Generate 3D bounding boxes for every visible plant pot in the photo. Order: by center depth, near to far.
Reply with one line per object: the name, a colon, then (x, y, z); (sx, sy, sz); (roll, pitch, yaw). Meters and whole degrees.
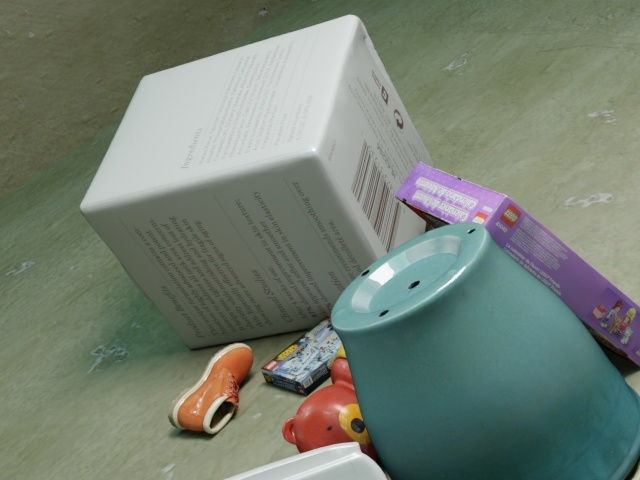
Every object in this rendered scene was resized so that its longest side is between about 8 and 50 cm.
plant pot: (0.150, 0.132, 1.141); (0.272, 0.255, 0.271); (-30, 17, 10)

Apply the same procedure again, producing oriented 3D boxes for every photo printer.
photo printer: (-0.061, 0.284, 1.109); (0.256, 0.107, 0.307); (-19, -12, -4)

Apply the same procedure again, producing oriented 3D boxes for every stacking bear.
stacking bear: (0.084, 0.161, 1.341); (0.289, 0.175, 0.164); (-44, 7, -22)

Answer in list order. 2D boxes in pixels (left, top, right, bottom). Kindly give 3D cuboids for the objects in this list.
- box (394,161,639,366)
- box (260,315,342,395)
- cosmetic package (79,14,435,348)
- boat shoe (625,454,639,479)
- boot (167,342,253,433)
box: (0.243, 0.026, 1.315); (0.057, 0.293, 0.201); (-55, 26, -2)
box: (-0.005, 0.160, 1.582); (0.137, 0.027, 0.094); (-36, 27, -29)
cosmetic package: (-0.079, -0.080, 1.710); (0.394, 0.329, 0.327); (-11, 41, 25)
boat shoe: (0.325, 0.235, 1.080); (0.049, 0.056, 0.152); (11, 43, 37)
boot: (-0.132, 0.208, 1.568); (0.085, 0.059, 0.158); (6, 44, 44)
